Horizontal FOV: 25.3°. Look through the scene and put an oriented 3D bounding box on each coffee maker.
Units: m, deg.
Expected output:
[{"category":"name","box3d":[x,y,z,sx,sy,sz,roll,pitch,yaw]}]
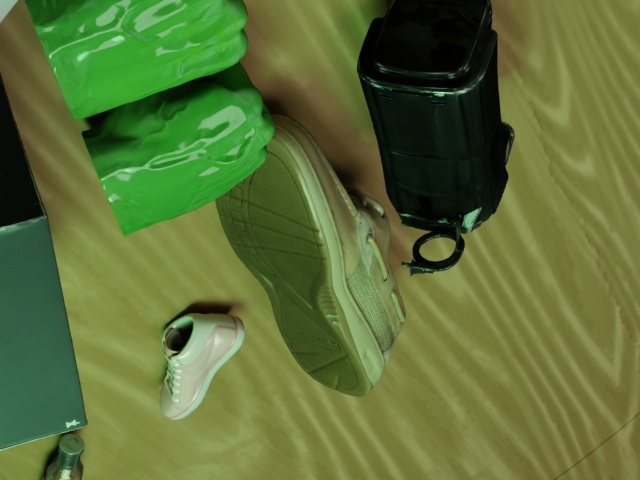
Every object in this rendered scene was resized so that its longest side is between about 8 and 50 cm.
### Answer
[{"category":"coffee maker","box3d":[0.101,-0.095,1.168,0.120,0.171,0.178,-11,144,6]}]

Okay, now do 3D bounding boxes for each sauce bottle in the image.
[{"category":"sauce bottle","box3d":[-0.266,0.246,1.473,0.042,0.042,0.128,-5,139,-29]}]

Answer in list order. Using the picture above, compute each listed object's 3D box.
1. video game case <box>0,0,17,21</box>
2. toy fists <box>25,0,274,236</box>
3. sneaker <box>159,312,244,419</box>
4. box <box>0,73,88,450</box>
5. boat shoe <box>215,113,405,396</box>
[{"category":"video game case","box3d":[-0.250,-0.231,0.885,0.227,0.026,0.206,19,124,-46]},{"category":"toy fists","box3d":[-0.117,-0.119,1.056,0.142,0.096,0.279,-21,145,-6]},{"category":"sneaker","box3d":[-0.137,0.119,1.390,0.070,0.051,0.134,13,126,-41]},{"category":"box","box3d":[-0.253,0.011,1.056,0.103,0.184,0.261,-17,143,-15]},{"category":"boat shoe","box3d":[0.000,0.000,1.290,0.110,0.121,0.341,-52,146,-28]}]
